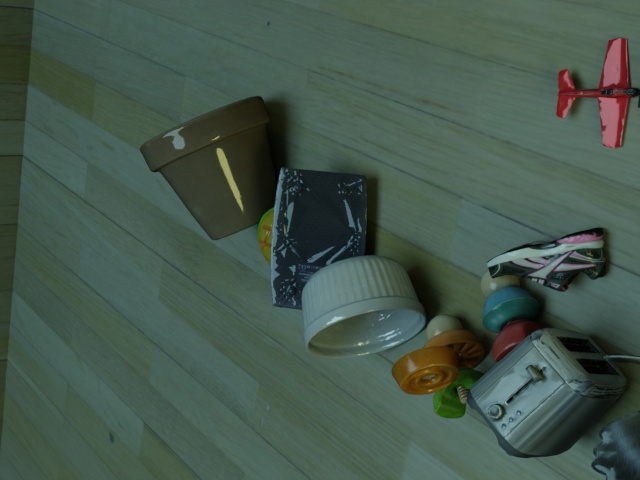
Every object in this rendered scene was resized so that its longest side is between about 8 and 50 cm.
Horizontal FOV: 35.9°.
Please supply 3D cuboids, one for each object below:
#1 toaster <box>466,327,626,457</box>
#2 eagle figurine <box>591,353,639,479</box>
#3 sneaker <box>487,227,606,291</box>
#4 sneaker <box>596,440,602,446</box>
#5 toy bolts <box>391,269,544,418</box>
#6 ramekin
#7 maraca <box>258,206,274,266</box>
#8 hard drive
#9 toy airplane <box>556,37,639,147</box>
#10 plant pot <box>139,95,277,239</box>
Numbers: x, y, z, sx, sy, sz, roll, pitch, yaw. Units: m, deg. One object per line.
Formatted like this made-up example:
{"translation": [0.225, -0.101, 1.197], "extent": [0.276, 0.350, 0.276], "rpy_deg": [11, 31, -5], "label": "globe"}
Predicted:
{"translation": [0.317, 0.207, 1.349], "extent": [0.146, 0.227, 0.129], "rpy_deg": [-50, 55, 21], "label": "toaster"}
{"translation": [0.464, 0.154, 1.121], "extent": [0.298, 0.226, 0.225], "rpy_deg": [-55, 51, 40], "label": "eagle figurine"}
{"translation": [0.321, 0.039, 1.404], "extent": [0.178, 0.072, 0.077], "rpy_deg": [-15, 90, 38], "label": "sneaker"}
{"translation": [0.429, 0.277, 1.257], "extent": [0.192, 0.086, 0.064], "rpy_deg": [169, 92, -68], "label": "sneaker"}
{"translation": [0.215, 0.134, 1.483], "extent": [0.228, 0.218, 0.158], "rpy_deg": [-36, 49, 27], "label": "toy bolts"}
{"translation": [0.065, 0.109, 1.652], "extent": [0.207, 0.207, 0.109], "rpy_deg": [-41, 53, 46], "label": "ramekin"}
{"translation": [-0.048, 0.021, 1.868], "extent": [0.127, 0.099, 0.185], "rpy_deg": [-27, 91, 29], "label": "maraca"}
{"translation": [0.000, 0.000, 1.772], "extent": [0.172, 0.054, 0.254], "rpy_deg": [6, 100, 12], "label": "hard drive"}
{"translation": [0.379, -0.204, 1.356], "extent": [0.151, 0.028, 0.151], "rpy_deg": [4, 95, 51], "label": "toy airplane"}
{"translation": [-0.193, -0.129, 1.942], "extent": [0.263, 0.263, 0.229], "rpy_deg": [-17, 97, 51], "label": "plant pot"}
